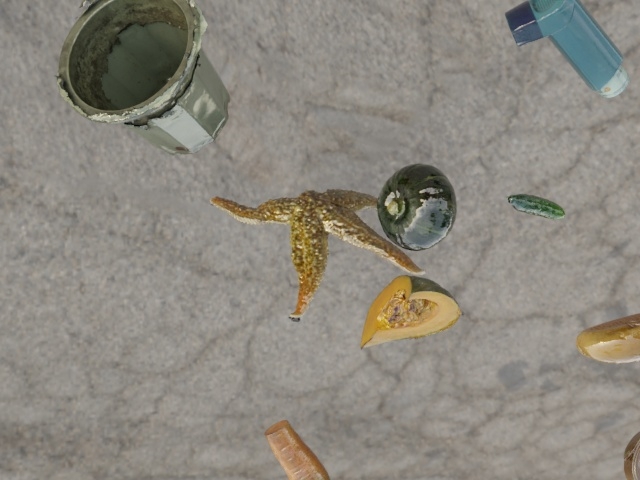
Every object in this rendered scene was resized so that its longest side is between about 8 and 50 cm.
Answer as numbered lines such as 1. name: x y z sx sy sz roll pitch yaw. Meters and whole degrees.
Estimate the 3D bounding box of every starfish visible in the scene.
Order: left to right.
1. starfish: 0.004 -0.009 1.688 0.397 0.384 0.132 -7 138 -21

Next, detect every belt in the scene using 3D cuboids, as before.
1. belt: 0.412 0.273 0.989 0.059 0.083 0.036 25 169 7

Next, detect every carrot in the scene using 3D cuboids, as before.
1. carrot: -0.050 0.493 1.767 0.087 0.193 0.087 -34 178 -1

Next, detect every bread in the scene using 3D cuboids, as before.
1. bread: 0.536 0.169 1.363 0.189 0.078 0.114 -12 174 -2

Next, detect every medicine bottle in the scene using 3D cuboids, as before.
1. medicine bottle: 0.450 -0.349 1.420 0.258 0.079 0.124 35 122 -28

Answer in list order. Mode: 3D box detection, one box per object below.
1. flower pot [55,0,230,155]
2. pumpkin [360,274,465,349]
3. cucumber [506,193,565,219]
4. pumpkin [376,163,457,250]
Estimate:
1. flower pot: -0.294 -0.289 1.444 0.290 0.290 0.259 -22 154 10
2. pumpkin: 0.226 0.170 1.897 0.163 0.111 0.278 19 135 -19
3. cucumber: 0.389 -0.065 1.443 0.155 0.037 0.037 12 135 -32
4. pumpkin: 0.182 -0.063 1.498 0.167 0.167 0.125 -32 143 22
